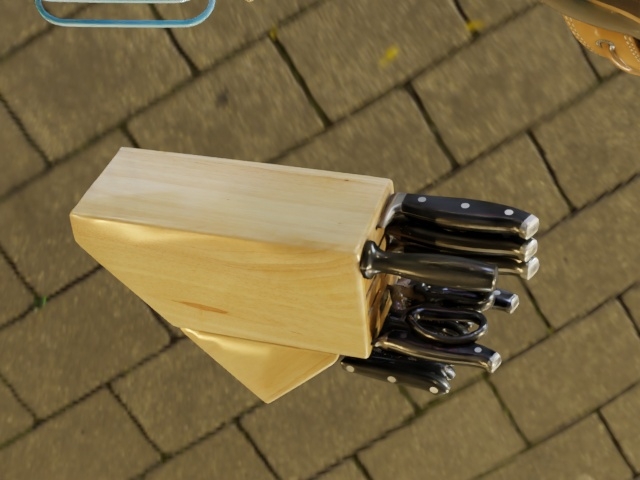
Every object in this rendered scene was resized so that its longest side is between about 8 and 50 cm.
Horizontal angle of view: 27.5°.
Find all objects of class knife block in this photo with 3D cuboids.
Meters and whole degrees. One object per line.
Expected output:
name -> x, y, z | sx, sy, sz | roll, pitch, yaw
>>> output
knife block -> 0.000, 0.000, 0.900 | 0.275, 0.088, 0.242 | 42, 130, -13

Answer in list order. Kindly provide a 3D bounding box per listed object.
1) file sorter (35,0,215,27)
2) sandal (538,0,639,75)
file sorter -> -0.117, -0.194, 0.716 | 0.118, 0.170, 0.104 | 1, 79, 0
sandal -> 0.121, -0.098, 0.506 | 0.219, 0.060, 0.090 | 21, 68, -3
